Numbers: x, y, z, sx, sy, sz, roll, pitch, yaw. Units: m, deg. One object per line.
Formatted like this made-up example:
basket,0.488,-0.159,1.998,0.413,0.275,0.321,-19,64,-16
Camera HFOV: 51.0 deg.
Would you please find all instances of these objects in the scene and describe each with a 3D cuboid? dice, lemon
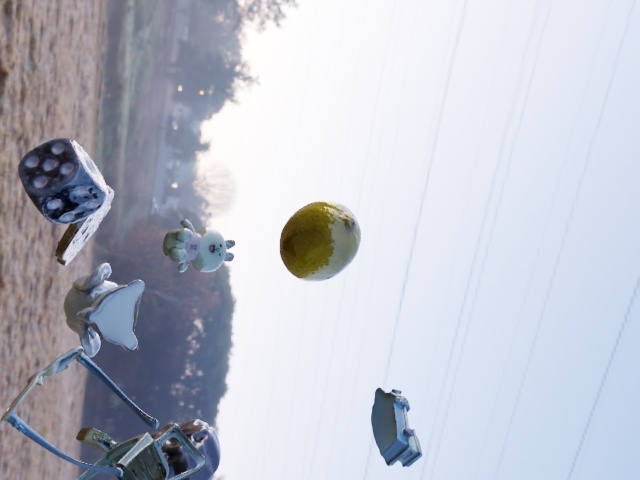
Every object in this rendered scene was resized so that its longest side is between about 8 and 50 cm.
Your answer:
dice,-0.727,-0.166,1.899,0.181,0.183,0.182,59,-6,28
lemon,-0.003,0.002,2.006,0.263,0.236,0.236,-35,-148,9

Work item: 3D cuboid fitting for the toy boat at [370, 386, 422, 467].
toy boat,0.180,0.434,1.584,0.109,0.098,0.238,-46,-160,17

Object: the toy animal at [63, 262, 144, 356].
toy animal,-0.635,0.208,1.922,0.289,0.174,0.249,-26,-119,45

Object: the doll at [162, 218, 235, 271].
doll,-0.365,0.018,1.983,0.275,0.113,0.154,9,82,-61

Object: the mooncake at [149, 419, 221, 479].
mooncake,-0.419,0.604,1.874,0.283,0.283,0.141,-162,-126,-74

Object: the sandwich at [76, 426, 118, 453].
sandwich,-0.561,0.512,1.710,0.093,0.105,0.035,-15,-137,49

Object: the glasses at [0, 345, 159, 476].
glasses,-0.379,0.266,1.090,0.189,0.221,0.088,-53,165,-63

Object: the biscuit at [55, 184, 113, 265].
biscuit,-0.756,-0.052,2.143,0.273,0.049,0.257,-58,-174,-23

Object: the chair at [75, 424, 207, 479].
chair,-0.416,0.556,1.584,0.190,0.203,0.275,58,22,-4
